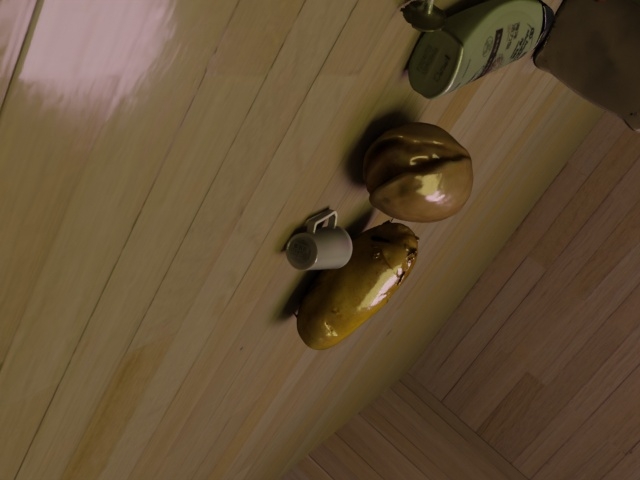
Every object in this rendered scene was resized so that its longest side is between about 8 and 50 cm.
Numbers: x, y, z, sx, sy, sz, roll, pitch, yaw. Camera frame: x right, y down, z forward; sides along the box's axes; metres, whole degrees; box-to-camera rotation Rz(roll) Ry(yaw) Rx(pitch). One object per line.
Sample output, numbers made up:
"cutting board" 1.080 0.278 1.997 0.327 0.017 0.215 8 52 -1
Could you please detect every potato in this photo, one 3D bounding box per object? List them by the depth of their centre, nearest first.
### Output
"potato" 0.067 0.084 1.462 0.300 0.140 0.173 -46 170 6

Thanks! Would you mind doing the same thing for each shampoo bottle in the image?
"shampoo bottle" 0.274 -0.329 1.213 0.359 0.078 0.134 -31 152 -45

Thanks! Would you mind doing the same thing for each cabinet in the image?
"cabinet" 0.686 -0.445 1.637 0.318 0.290 0.227 -36 157 -40

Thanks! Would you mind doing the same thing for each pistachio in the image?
"pistachio" 0.165 -0.108 1.276 0.181 0.162 0.293 -22 172 17

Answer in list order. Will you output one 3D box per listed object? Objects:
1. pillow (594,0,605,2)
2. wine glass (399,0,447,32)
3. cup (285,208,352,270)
"pillow" 0.587 -0.617 1.335 0.308 0.108 0.305 -53 159 -1
"wine glass" 0.150 -0.346 0.900 0.066 0.066 0.198 -39 160 -31
"cup" 0.000 0.000 1.262 0.116 0.074 0.104 -5 109 -60
